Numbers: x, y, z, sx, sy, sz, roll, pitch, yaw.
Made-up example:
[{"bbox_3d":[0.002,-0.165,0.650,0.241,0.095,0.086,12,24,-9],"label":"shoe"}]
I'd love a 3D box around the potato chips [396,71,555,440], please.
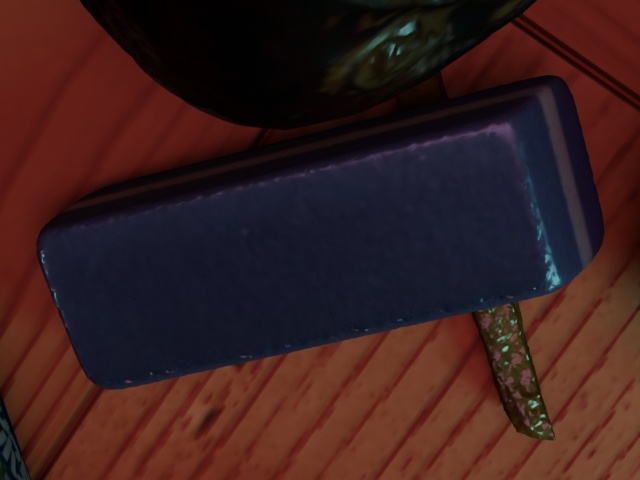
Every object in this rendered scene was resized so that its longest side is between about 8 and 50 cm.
[{"bbox_3d":[0.065,-0.001,0.617,0.026,0.037,0.204,-16,113,9],"label":"potato chips"}]

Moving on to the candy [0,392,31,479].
[{"bbox_3d":[-0.151,0.116,0.598,0.061,0.088,0.312,-17,107,0],"label":"candy"}]

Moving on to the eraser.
[{"bbox_3d":[0.000,0.000,0.582,0.225,0.036,0.082,-14,115,12],"label":"eraser"}]

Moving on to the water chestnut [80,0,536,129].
[{"bbox_3d":[-0.001,-0.154,0.463,0.223,0.224,0.238,44,128,-16],"label":"water chestnut"}]
